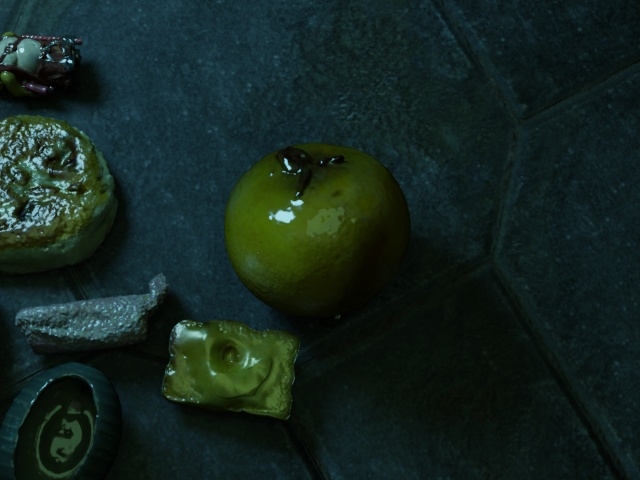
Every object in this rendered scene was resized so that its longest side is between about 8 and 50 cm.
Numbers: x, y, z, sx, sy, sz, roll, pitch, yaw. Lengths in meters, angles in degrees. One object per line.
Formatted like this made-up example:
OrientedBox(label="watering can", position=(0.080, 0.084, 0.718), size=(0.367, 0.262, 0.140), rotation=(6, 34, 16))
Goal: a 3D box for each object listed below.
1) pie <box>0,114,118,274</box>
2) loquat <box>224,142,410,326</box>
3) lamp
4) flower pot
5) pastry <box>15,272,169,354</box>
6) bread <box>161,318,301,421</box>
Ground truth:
OrientedBox(label="pie", position=(-0.518, -0.086, 1.726), size=(0.315, 0.092, 0.315), rotation=(3, 73, -8))
OrientedBox(label="loquat", position=(0.000, 0.000, 1.694), size=(0.328, 0.359, 0.328), rotation=(-8, 34, 5))
OrientedBox(label="lamp", position=(-0.566, -0.326, 1.776), size=(0.253, 0.118, 0.118), rotation=(2, 73, -11))
OrientedBox(label="flower pot", position=(-0.423, 0.320, 1.586), size=(0.189, 0.157, 0.243), rotation=(23, 70, -5))
OrientedBox(label="pastry", position=(-0.382, 0.139, 1.679), size=(0.265, 0.103, 0.112), rotation=(-15, 84, -12))
OrientedBox(label="bread", position=(-0.155, 0.226, 1.703), size=(0.233, 0.088, 0.160), rotation=(11, 67, -4))
